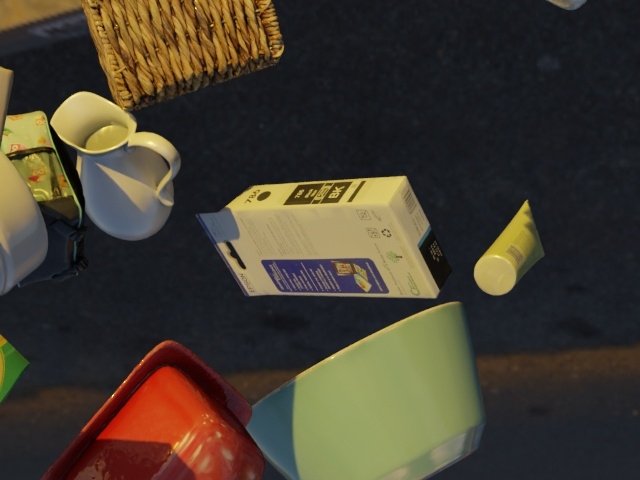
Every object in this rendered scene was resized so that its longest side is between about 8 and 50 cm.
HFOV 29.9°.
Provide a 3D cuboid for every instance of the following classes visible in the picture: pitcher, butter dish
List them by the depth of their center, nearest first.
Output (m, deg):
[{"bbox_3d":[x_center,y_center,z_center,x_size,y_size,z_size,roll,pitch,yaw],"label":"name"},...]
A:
[{"bbox_3d":[-0.103,0.181,0.893,0.118,0.160,0.160,33,169,37],"label":"butter dish"},{"bbox_3d":[-0.247,-0.085,1.583,0.178,0.125,0.207,21,150,24],"label":"pitcher"}]

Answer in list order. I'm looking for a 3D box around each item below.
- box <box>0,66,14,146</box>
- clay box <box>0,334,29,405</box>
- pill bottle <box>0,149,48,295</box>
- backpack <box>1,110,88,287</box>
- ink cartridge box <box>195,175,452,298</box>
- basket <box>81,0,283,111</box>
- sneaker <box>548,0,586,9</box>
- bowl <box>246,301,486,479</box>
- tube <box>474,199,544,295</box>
[{"bbox_3d":[-0.341,0.006,0.900,0.148,0.311,0.121,6,-171,-34],"label":"box"},{"bbox_3d":[-0.265,0.143,0.650,0.127,0.222,0.053,-17,124,42],"label":"clay box"},{"bbox_3d":[-0.461,0.056,1.108,0.224,0.392,0.224,28,139,27],"label":"pill bottle"},{"bbox_3d":[-0.357,-0.056,1.421,0.144,0.188,0.166,-8,147,-14],"label":"backpack"},{"bbox_3d":[0.000,0.000,1.612,0.333,0.065,0.165,-1,131,37],"label":"ink cartridge box"},{"bbox_3d":[-0.200,-0.336,1.520,0.223,0.299,0.213,-21,-166,-9],"label":"basket"},{"bbox_3d":[0.224,-0.335,1.204,0.121,0.217,0.079,-38,154,-6],"label":"sneaker"},{"bbox_3d":[0.072,0.217,1.419,0.311,0.163,0.311,-28,168,-7],"label":"bowl"},{"bbox_3d":[0.288,0.016,1.761,0.062,0.240,0.070,28,117,14],"label":"tube"}]
